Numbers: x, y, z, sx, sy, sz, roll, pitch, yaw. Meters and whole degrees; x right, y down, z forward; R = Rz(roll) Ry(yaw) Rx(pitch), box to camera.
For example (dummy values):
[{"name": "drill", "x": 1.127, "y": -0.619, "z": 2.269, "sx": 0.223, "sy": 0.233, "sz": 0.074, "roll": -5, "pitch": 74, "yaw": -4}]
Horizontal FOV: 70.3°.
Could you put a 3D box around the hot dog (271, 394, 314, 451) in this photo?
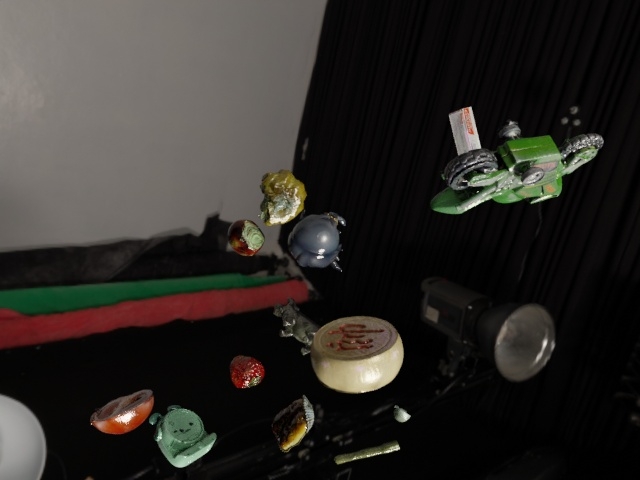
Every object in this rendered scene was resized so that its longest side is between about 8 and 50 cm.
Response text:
[{"name": "hot dog", "x": -0.113, "y": 0.736, "z": 1.826, "sx": 0.081, "sy": 0.270, "sz": 0.163, "roll": 16, "pitch": -141, "yaw": -29}]

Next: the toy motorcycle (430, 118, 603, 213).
[{"name": "toy motorcycle", "x": 0.228, "y": -0.080, "z": 0.533, "sx": 0.190, "sy": 0.106, "sz": 0.074, "roll": -11, "pitch": -116, "yaw": -9}]

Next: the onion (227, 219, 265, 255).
[{"name": "onion", "x": -0.238, "y": -0.008, "z": 1.416, "sx": 0.118, "sy": 0.117, "sz": 0.118, "roll": -18, "pitch": -178, "yaw": 1}]

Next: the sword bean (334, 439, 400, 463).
[{"name": "sword bean", "x": 0.186, "y": 0.849, "z": 1.818, "sx": 0.268, "sy": 0.038, "sz": 0.043, "roll": -13, "pitch": 157, "yaw": -2}]

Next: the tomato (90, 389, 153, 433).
[{"name": "tomato", "x": -0.725, "y": 0.655, "z": 1.686, "sx": 0.227, "sy": 0.112, "sz": 0.199, "roll": -18, "pitch": -175, "yaw": 3}]

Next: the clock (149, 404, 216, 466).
[{"name": "clock", "x": -0.419, "y": 0.572, "z": 1.360, "sx": 0.188, "sy": 0.060, "sz": 0.148, "roll": 38, "pitch": -158, "yaw": 20}]

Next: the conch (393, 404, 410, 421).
[{"name": "conch", "x": 0.354, "y": 0.769, "z": 2.002, "sx": 0.085, "sy": 0.057, "sz": 0.076, "roll": 35, "pitch": 163, "yaw": -30}]

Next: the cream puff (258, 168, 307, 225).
[{"name": "cream puff", "x": -0.152, "y": -0.177, "z": 1.749, "sx": 0.194, "sy": 0.221, "sz": 0.195, "roll": 8, "pitch": -148, "yaw": -5}]

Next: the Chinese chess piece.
[{"name": "Chinese chess piece", "x": 0.104, "y": 0.325, "z": 1.320, "sx": 0.269, "sy": 0.112, "sz": 0.270, "roll": -7, "pitch": -162, "yaw": 2}]

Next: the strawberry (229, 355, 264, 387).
[{"name": "strawberry", "x": -0.215, "y": 0.379, "z": 1.319, "sx": 0.106, "sy": 0.106, "sz": 0.106, "roll": 11, "pitch": -164, "yaw": -3}]

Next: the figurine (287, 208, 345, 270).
[{"name": "figurine", "x": -0.010, "y": -0.003, "z": 1.465, "sx": 0.174, "sy": 0.197, "sz": 0.265, "roll": 5, "pitch": -160, "yaw": 3}]

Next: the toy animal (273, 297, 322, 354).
[{"name": "toy animal", "x": -0.112, "y": 0.365, "z": 2.029, "sx": 0.168, "sy": 0.106, "sz": 0.343, "roll": -2, "pitch": -152, "yaw": -35}]

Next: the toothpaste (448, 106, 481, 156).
[{"name": "toothpaste", "x": 0.365, "y": -0.225, "z": 1.117, "sx": 0.047, "sy": 0.197, "sz": 0.040, "roll": -22, "pitch": -170, "yaw": -36}]
